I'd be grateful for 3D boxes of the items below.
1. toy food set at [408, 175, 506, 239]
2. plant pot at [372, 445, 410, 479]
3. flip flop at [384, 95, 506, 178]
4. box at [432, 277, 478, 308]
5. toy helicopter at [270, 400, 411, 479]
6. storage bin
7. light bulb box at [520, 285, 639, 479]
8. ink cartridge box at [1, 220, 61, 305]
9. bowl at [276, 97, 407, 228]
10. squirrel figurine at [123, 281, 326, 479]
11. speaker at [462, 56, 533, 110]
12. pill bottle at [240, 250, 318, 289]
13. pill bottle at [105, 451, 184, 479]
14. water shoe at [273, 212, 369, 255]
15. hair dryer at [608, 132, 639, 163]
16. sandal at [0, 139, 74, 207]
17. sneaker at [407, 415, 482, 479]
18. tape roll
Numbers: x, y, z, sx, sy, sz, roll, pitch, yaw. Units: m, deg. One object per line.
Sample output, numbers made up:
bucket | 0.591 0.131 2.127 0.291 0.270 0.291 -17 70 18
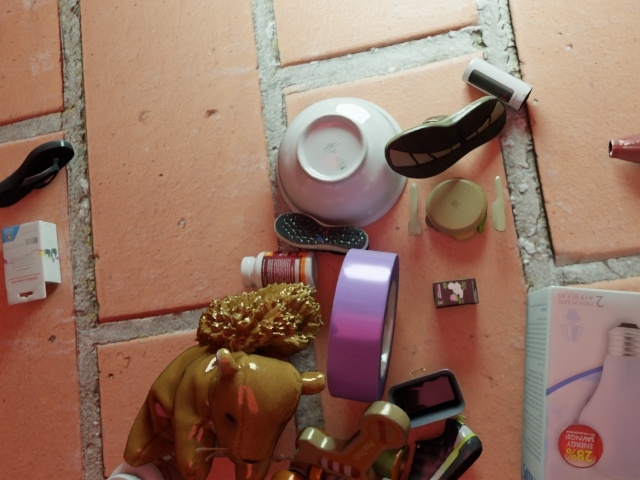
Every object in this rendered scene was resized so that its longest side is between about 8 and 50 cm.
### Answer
toy food set | 0.278 -0.065 1.203 0.191 0.038 0.133 -2 75 17
plant pot | 0.122 0.425 1.148 0.079 0.083 0.083 19 87 25
flip flop | 0.249 -0.214 1.189 0.277 0.080 0.112 -30 121 -12
box | 0.266 0.105 1.164 0.083 0.062 0.052 -7 83 10
toy helicopter | 0.070 0.404 1.047 0.234 0.140 0.355 34 132 7
storage bin | 0.202 0.296 1.137 0.135 0.091 0.098 -20 79 7
light bulb box | 0.543 0.275 1.002 0.357 0.225 0.362 3 82 12
ink cartridge box | -0.669 0.055 1.363 0.104 0.061 0.182 -11 80 10
bowl | 0.032 -0.174 1.215 0.297 0.134 0.298 -2 82 12
squirrel figurine | -0.145 0.238 1.059 0.280 0.370 0.397 21 61 -14
speaker | 0.364 -0.322 1.207 0.136 0.055 0.055 34 90 13
pill bottle | -0.085 0.065 1.229 0.151 0.086 0.086 -1 82 11
pill bottle | -0.342 0.483 1.159 0.121 0.216 0.121 -1 82 11
water shoe | 0.000 0.000 1.222 0.203 0.080 0.073 14 70 13
hair dryer | 0.675 -0.110 1.101 0.293 0.080 0.224 42 93 14
sandal | -0.669 -0.146 1.379 0.254 0.097 0.055 -35 76 16
sneaker | 0.210 0.437 1.137 0.234 0.084 0.097 -45 53 2
tape roll | 0.084 0.156 1.086 0.090 0.275 0.275 6 84 13
